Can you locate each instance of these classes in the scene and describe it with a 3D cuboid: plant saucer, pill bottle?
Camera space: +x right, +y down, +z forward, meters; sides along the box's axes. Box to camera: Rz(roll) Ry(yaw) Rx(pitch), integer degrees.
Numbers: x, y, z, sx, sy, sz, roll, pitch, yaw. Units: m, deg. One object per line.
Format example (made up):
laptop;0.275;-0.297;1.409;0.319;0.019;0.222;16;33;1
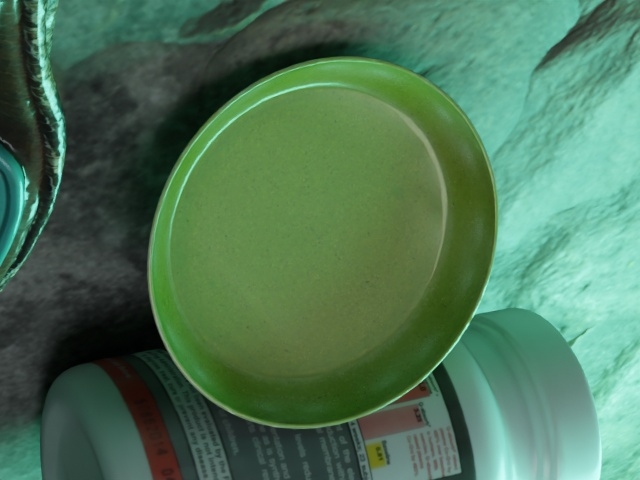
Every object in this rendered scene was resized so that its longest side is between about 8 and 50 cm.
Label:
plant saucer;0.000;0.000;1.002;0.241;0.037;0.241;-8;110;-23
pill bottle;0.002;0.160;1.132;0.363;0.210;0.210;-10;141;-24

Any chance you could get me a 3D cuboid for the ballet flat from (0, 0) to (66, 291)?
ballet flat;-0.170;-0.107;0.694;0.164;0.182;0.483;22;146;-6
